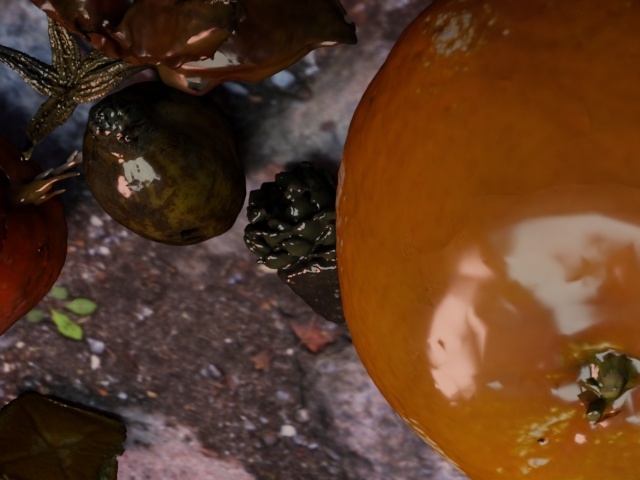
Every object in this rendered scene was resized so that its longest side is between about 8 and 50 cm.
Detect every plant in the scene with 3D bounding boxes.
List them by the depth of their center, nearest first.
[{"bbox_3d":[0.000,0.000,1.265,0.094,0.092,0.143,-12,133,34],"label":"plant"}]

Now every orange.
[{"bbox_3d":[0.208,0.005,1.046,0.423,0.326,0.424,7,129,9],"label":"orange"}]

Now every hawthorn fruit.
[{"bbox_3d":[-0.299,-0.010,1.281,0.299,0.211,0.211,-26,118,21],"label":"hawthorn fruit"}]

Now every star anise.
[{"bbox_3d":[-0.138,-0.204,1.094,0.346,0.148,0.237,38,172,-16],"label":"star anise"}]

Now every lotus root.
[{"bbox_3d":[-0.122,-0.058,1.205,0.120,0.120,0.209,-3,163,20],"label":"lotus root"}]

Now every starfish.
[{"bbox_3d":[-0.205,-0.118,1.223,0.133,0.130,0.041,22,170,5],"label":"starfish"}]

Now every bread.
[{"bbox_3d":[-0.261,0.216,1.497,0.140,0.128,0.069,13,127,6],"label":"bread"}]
